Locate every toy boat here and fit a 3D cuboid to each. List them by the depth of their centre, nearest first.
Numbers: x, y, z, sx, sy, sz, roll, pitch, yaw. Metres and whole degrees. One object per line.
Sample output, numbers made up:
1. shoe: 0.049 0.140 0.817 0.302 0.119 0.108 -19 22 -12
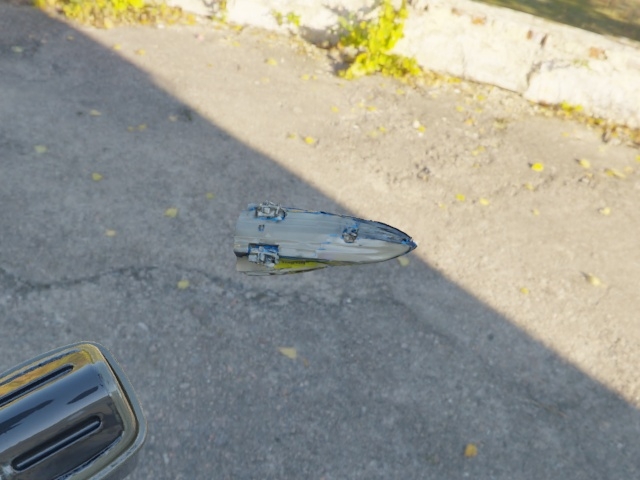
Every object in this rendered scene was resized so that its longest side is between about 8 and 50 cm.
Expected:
1. toy boat: 0.000 0.000 0.711 0.210 0.066 0.084 4 71 16

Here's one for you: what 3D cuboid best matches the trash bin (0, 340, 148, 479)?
1. trash bin: -0.344 0.261 0.869 0.209 0.290 0.182 -28 71 -24
